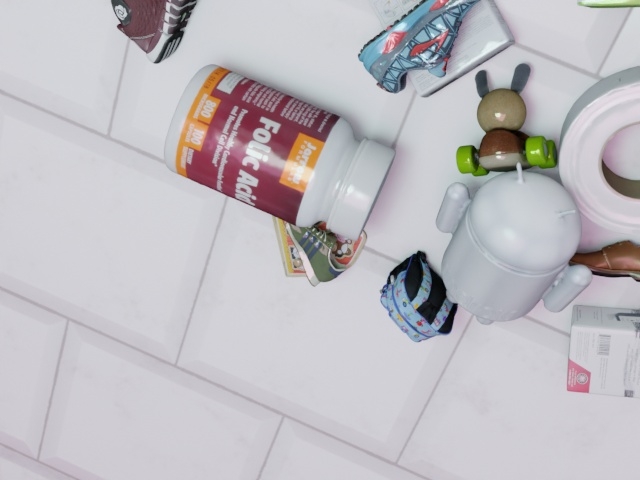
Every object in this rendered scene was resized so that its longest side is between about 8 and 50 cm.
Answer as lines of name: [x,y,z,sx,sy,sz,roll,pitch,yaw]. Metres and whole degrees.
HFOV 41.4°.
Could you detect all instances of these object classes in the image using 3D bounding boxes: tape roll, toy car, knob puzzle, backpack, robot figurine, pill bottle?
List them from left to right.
pill bottle: [-0.073,-0.159,1.597,0.392,0.224,0.224,23,119,4]
knob puzzle: [0.000,0.000,1.765,0.213,0.030,0.213,6,116,13]
backpack: [0.194,0.130,1.690,0.117,0.173,0.158,-38,101,28]
toy car: [0.331,-0.219,1.528,0.155,0.149,0.188,-5,88,27]
robot figurine: [0.343,0.012,1.538,0.300,0.200,0.353,33,145,12]
tape roll: [0.564,-0.155,1.488,0.286,0.100,0.286,7,117,14]

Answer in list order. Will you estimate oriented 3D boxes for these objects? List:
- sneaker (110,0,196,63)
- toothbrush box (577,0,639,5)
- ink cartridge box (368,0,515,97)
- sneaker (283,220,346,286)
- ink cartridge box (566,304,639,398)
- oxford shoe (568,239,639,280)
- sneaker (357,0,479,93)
sneaker: [-0.309,-0.481,1.579,0.162,0.106,0.281,35,120,1]
toothbrush box: [0.547,-0.461,1.282,0.283,0.122,0.206,7,105,25]
ink cartridge box: [0.208,-0.402,1.510,0.189,0.066,0.232,-30,83,26]
sneaker: [-0.008,-0.003,1.717,0.086,0.064,0.192,-17,110,15]
ink cartridge box: [0.601,0.220,1.664,0.218,0.092,0.159,5,116,16]
oxford shoe: [0.555,0.034,1.612,0.212,0.076,0.076,7,87,15]
sneaker: [0.196,-0.346,1.455,0.262,0.104,0.125,-31,96,35]
